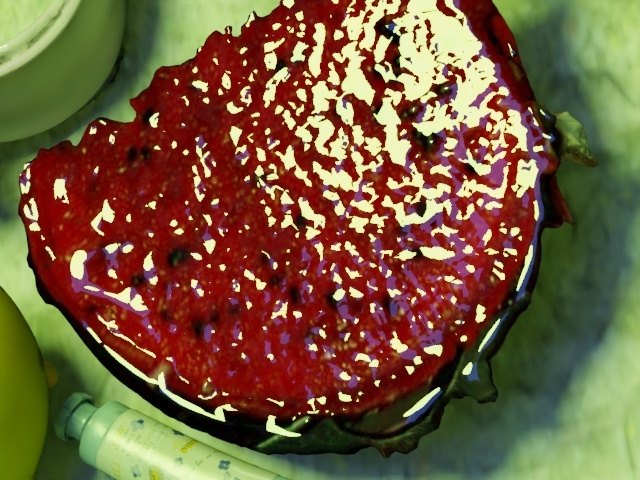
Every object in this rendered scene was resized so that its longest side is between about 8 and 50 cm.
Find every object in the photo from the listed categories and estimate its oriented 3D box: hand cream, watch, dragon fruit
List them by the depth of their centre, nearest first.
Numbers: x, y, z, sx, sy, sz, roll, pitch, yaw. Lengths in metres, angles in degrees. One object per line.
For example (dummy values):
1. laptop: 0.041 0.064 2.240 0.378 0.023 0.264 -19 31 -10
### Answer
1. dragon fruit: 0.000 0.000 1.038 0.343 0.100 0.282 -27 69 21
2. hand cream: -0.087 0.140 1.078 0.171 0.043 0.065 25 86 26
3. watch: -0.254 -0.166 1.170 0.217 0.211 0.248 -42 71 -8

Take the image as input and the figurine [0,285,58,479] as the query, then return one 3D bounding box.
1. figurine: -0.314 0.074 1.132 0.344 0.215 0.187 25 44 39
